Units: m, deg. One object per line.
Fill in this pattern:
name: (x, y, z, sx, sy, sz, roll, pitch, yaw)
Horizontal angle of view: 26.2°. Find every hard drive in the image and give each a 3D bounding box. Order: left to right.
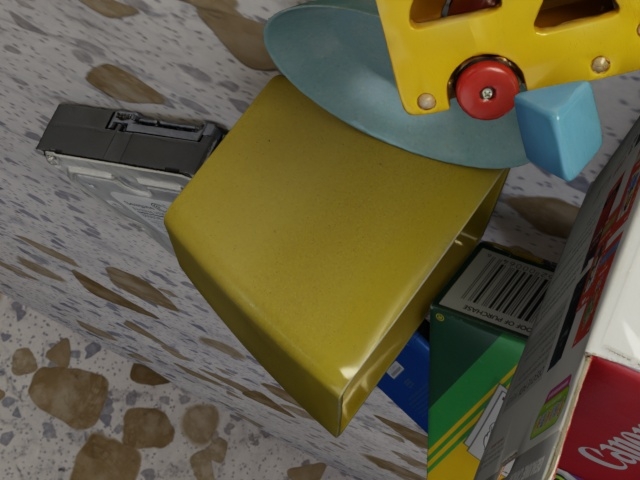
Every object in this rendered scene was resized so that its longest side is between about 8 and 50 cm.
hard drive: (-0.094, -0.018, 1.383, 0.237, 0.064, 0.339, 11, 159, 39)

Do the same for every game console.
game console: (0.200, 0.137, 1.422, 0.250, 0.173, 0.293, 44, 165, 6)

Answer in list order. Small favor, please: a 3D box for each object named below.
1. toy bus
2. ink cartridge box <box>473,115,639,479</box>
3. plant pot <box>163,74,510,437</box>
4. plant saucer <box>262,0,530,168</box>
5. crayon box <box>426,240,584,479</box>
toy bus: (0.114, -0.127, 0.591, 0.191, 0.202, 0.104, 19, 135, 46)
ink cartridge box: (0.198, 0.059, 0.787, 0.130, 0.271, 0.309, 23, 166, 5)
plant pot: (0.000, 0.000, 1.055, 0.187, 0.212, 0.212, 34, 167, 9)
plant saucer: (0.059, -0.109, 0.881, 0.195, 0.037, 0.195, 23, 166, 6)
crayon box: (0.268, 0.198, 1.127, 0.363, 0.106, 0.313, 20, 134, 25)
